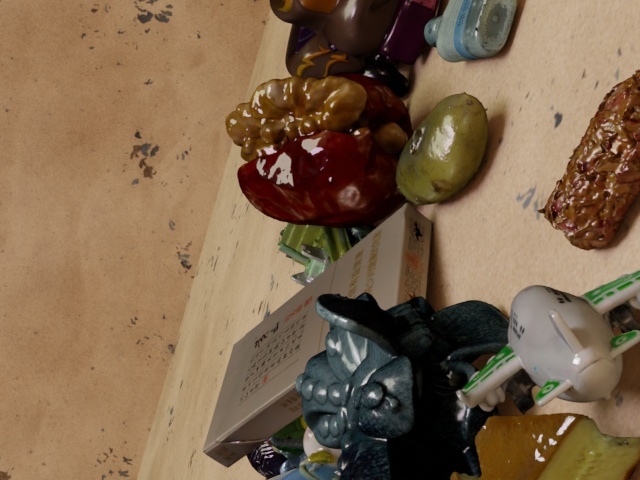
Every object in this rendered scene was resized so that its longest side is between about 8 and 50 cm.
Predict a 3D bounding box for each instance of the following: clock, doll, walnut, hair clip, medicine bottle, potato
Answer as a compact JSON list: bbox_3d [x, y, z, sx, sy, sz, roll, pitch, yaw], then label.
[{"bbox_3d":[-0.034,0.254,1.387,0.194,0.100,0.195,-127,54,-70],"label":"clock"},{"bbox_3d":[0.002,0.279,1.175,0.135,0.099,0.241,-28,33,41],"label":"doll"},{"bbox_3d":[-0.009,-0.123,1.344,0.269,0.244,0.221,-15,57,40],"label":"walnut"},{"bbox_3d":[0.080,0.157,0.956,0.310,0.194,0.206,-122,38,-68],"label":"hair clip"},{"bbox_3d":[0.181,-0.268,1.240,0.208,0.054,0.090,-148,74,-76],"label":"medicine bottle"},{"bbox_3d":[0.137,-0.099,1.167,0.188,0.085,0.105,130,154,-67],"label":"potato"}]

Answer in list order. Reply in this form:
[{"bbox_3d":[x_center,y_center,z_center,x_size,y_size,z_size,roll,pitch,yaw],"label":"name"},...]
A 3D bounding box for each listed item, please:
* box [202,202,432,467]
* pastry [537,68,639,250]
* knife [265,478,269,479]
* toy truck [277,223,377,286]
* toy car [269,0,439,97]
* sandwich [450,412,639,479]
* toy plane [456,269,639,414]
[{"bbox_3d":[-0.006,0.124,1.250,0.365,0.051,0.204,-40,23,33],"label":"box"},{"bbox_3d":[0.235,-0.068,0.808,0.087,0.063,0.169,-97,26,-62],"label":"pastry"},{"bbox_3d":[-0.067,0.328,1.518,0.028,0.060,0.230,44,119,49],"label":"knife"},{"bbox_3d":[0.002,-0.001,1.458,0.259,0.135,0.128,-97,27,-63],"label":"toy truck"},{"bbox_3d":[0.030,-0.359,1.527,0.341,0.240,0.271,156,130,-67],"label":"toy car"},{"bbox_3d":[0.153,0.203,0.767,0.088,0.090,0.244,-101,31,-55],"label":"sandwich"},{"bbox_3d":[0.177,0.073,0.733,0.174,0.080,0.174,-35,3,2],"label":"toy plane"}]
